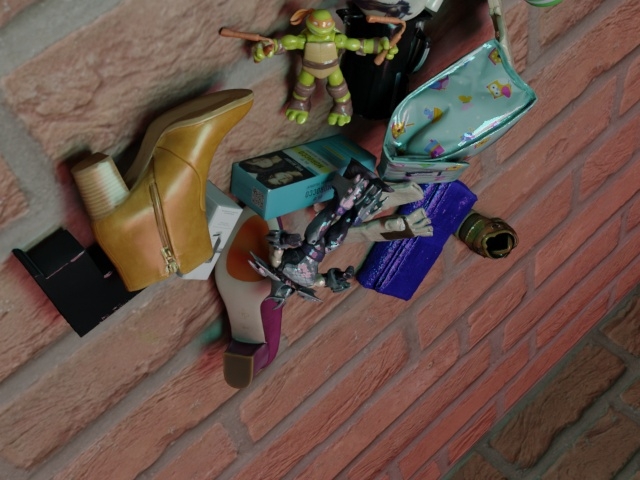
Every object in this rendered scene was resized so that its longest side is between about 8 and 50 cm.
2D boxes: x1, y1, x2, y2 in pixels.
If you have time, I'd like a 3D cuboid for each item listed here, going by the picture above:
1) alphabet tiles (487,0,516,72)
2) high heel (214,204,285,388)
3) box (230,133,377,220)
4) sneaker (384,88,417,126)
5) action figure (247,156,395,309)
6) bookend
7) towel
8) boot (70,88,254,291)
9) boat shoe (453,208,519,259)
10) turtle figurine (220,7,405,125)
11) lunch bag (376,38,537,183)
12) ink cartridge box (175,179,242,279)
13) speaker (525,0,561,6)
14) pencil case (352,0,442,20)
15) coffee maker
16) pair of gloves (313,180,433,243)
[{"bbox_3d":[0.311,-0.393,1.389,0.021,0.278,0.284,-11,150,17],"label":"alphabet tiles"},{"bbox_3d":[-0.118,0.077,1.470,0.181,0.127,0.377,-59,164,-66],"label":"high heel"},{"bbox_3d":[-0.026,-0.113,1.357,0.244,0.100,0.060,-21,135,-37],"label":"box"},{"bbox_3d":[0.192,-0.204,1.541,0.083,0.084,0.215,-47,145,-14],"label":"sneaker"},{"bbox_3d":[0.000,0.000,1.315,0.185,0.099,0.285,32,96,-45],"label":"action figure"},{"bbox_3d":[-0.337,0.035,1.163,0.156,0.072,0.157,-40,144,-18],"label":"bookend"},{"bbox_3d":[0.227,-0.003,1.772,0.227,0.076,0.308,19,106,-53],"label":"towel"},{"bbox_3d":[-0.192,-0.073,1.143,0.295,0.104,0.211,-32,119,-18],"label":"boot"},{"bbox_3d":[0.435,0.006,1.992,0.307,0.104,0.111,11,113,-53],"label":"boat shoe"},{"bbox_3d":[-0.013,-0.276,1.212,0.269,0.087,0.217,-6,145,-6],"label":"turtle figurine"},{"bbox_3d":[0.211,-0.191,1.345,0.262,0.160,0.223,-37,176,-1],"label":"lunch bag"},{"bbox_3d":[-0.197,-0.019,1.249,0.056,0.099,0.135,7,117,-53],"label":"ink cartridge box"},{"bbox_3d":[0.366,-0.536,1.385,0.131,0.131,0.296,-52,146,3],"label":"speaker"},{"bbox_3d":[0.030,-0.438,1.043,0.160,0.183,0.410,-48,148,13],"label":"pencil case"},{"bbox_3d":[0.085,-0.301,1.316,0.171,0.120,0.178,-2,125,-19],"label":"coffee maker"},{"bbox_3d":[0.102,-0.041,1.493,0.204,0.042,0.240,-9,159,13],"label":"pair of gloves"}]
